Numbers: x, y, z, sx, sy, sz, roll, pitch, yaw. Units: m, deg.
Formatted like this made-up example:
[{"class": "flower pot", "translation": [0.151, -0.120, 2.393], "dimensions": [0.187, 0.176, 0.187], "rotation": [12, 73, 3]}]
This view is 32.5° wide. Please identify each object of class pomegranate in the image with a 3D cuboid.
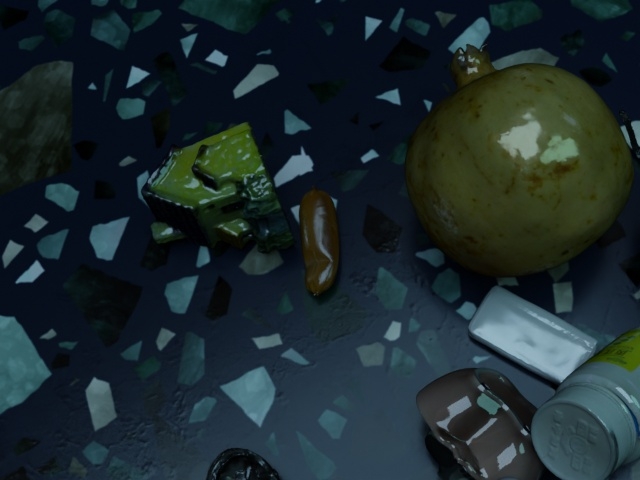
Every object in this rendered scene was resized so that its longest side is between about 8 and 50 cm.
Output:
[{"class": "pomegranate", "translation": [0.274, -0.123, 1.586], "dimensions": [0.342, 0.342, 0.342], "rotation": [-2, 70, 6]}]

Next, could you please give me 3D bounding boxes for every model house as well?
[{"class": "model house", "translation": [-0.167, -0.054, 1.684], "dimensions": [0.211, 0.194, 0.170], "rotation": [-19, 71, -2]}]

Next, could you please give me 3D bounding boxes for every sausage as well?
[{"class": "sausage", "translation": [0.000, 0.000, 1.721], "dimensions": [0.062, 0.054, 0.183], "rotation": [-20, 67, 34]}]

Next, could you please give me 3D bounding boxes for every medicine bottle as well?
[{"class": "medicine bottle", "translation": [0.401, 0.222, 1.481], "dimensions": [0.143, 0.143, 0.258], "rotation": [44, 41, 19]}]

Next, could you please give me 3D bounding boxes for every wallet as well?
[{"class": "wallet", "translation": [0.317, 0.146, 1.640], "dimensions": [0.190, 0.033, 0.095], "rotation": [31, 78, 17]}]

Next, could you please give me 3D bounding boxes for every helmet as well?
[{"class": "helmet", "translation": [-0.105, 0.358, 1.590], "dimensions": [0.098, 0.070, 0.123], "rotation": [-41, 78, -2]}]

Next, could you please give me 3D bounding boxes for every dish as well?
[{"class": "dish", "translation": [0.242, 0.250, 1.515], "dimensions": [0.213, 0.213, 0.090], "rotation": [47, 111, 19]}]

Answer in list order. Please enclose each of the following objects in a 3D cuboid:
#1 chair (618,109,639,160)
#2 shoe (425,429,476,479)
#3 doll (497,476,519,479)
[{"class": "chair", "translation": [0.576, -0.117, 1.682], "dimensions": [0.174, 0.149, 0.213], "rotation": [-26, 111, -6]}, {"class": "shoe", "translation": [0.217, 0.369, 1.541], "dimensions": [0.227, 0.099, 0.112], "rotation": [40, 89, 20]}, {"class": "doll", "translation": [0.167, 0.404, 1.442], "dimensions": [0.365, 0.160, 0.094], "rotation": [-39, 47, 29]}]
